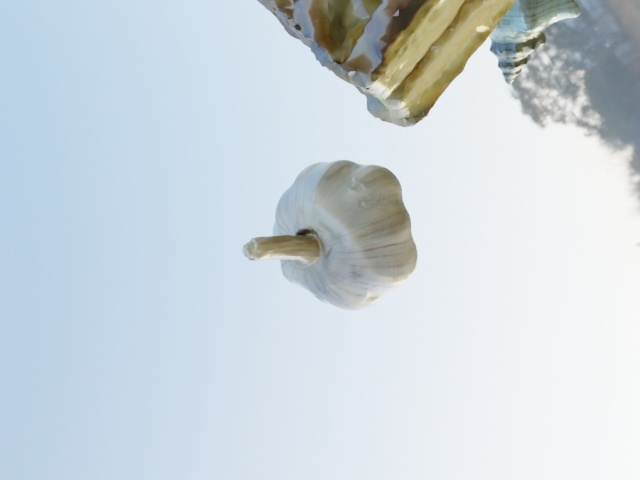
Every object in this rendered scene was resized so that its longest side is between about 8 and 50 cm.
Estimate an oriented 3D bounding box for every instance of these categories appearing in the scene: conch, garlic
[{"bbox_3d":[0.281,-0.311,0.966,0.137,0.234,0.114,4,-134,-26],"label":"conch"},{"bbox_3d":[0.000,0.000,0.893,0.226,0.199,0.199,-15,-108,-52],"label":"garlic"}]

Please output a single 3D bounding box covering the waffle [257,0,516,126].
[{"bbox_3d":[0.005,-0.238,0.441,0.308,0.213,0.091,47,-162,26],"label":"waffle"}]
